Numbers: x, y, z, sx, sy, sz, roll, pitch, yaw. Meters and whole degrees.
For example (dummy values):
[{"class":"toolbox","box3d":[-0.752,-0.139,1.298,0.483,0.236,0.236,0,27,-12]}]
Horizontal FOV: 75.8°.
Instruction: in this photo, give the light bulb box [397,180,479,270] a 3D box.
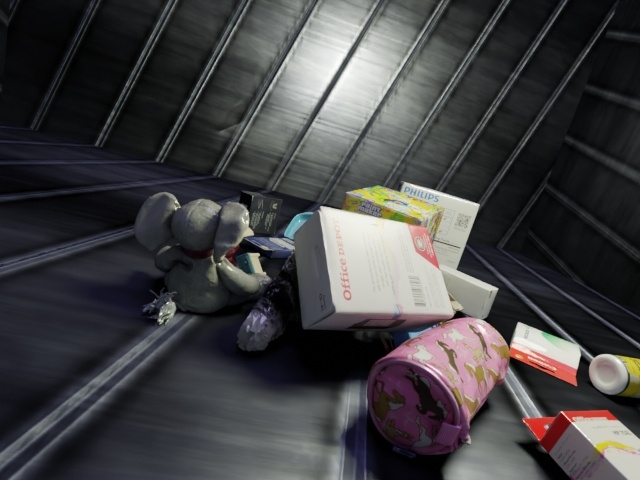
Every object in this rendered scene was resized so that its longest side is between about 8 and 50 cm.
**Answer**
[{"class":"light bulb box","box3d":[0.493,-0.058,1.929,0.357,0.362,0.225,17,13,4]}]

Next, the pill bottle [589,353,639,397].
[{"class":"pill bottle","box3d":[0.830,0.367,1.103,0.183,0.103,0.103,12,13,-17]}]

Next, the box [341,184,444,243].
[{"class":"box","box3d":[0.255,-0.066,1.498,0.289,0.177,0.279,24,23,26]}]

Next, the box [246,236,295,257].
[{"class":"box","box3d":[-0.163,0.025,1.501,0.136,0.037,0.225,26,14,39]}]

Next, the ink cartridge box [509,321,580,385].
[{"class":"ink cartridge box","box3d":[0.657,0.322,1.206,0.180,0.056,0.224,22,12,25]}]

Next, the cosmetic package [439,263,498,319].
[{"class":"cosmetic package","box3d":[0.497,0.179,1.474,0.085,0.118,0.231,0,21,-47]}]

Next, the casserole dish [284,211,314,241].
[{"class":"casserole dish","box3d":[-0.073,-0.050,1.681,0.114,0.037,0.189,3,40,22]}]

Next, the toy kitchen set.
[{"class":"toy kitchen set","box3d":[-0.285,0.062,1.143,0.206,0.166,0.122,-19,-1,22]}]

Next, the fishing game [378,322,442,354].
[{"class":"fishing game","box3d":[0.221,0.226,0.984,0.263,0.041,0.189,5,50,-42]}]

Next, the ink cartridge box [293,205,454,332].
[{"class":"ink cartridge box","box3d":[0.109,0.072,0.880,0.305,0.131,0.227,8,59,-29]}]

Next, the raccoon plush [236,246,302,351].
[{"class":"raccoon plush","box3d":[0.023,0.170,0.970,0.299,0.216,0.447,31,44,1]}]

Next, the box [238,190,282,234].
[{"class":"box","box3d":[-0.259,-0.115,1.714,0.158,0.156,0.093,3,17,-45]}]

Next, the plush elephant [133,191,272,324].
[{"class":"plush elephant","box3d":[-0.259,0.014,0.924,0.271,0.256,0.330,18,13,11]}]

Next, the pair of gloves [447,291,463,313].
[{"class":"pair of gloves","box3d":[0.345,0.188,1.382,0.239,0.042,0.204,0,30,-32]}]

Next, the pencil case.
[{"class":"pencil case","box3d":[0.238,0.248,0.766,0.159,0.167,0.385,-18,-8,33]}]

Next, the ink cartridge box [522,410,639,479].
[{"class":"ink cartridge box","box3d":[0.471,0.360,0.676,0.134,0.078,0.231,10,23,-25]}]
